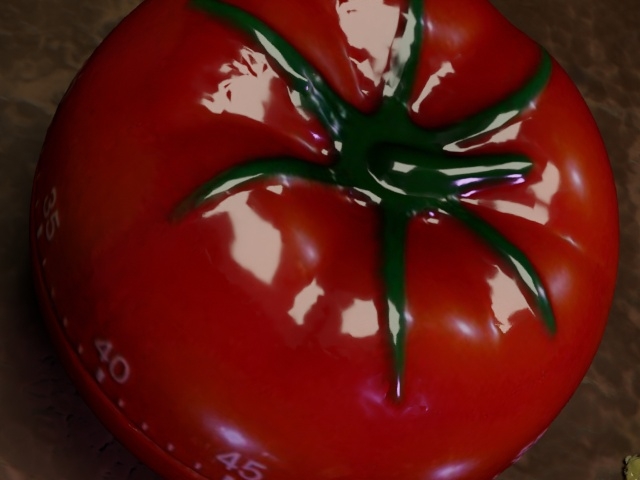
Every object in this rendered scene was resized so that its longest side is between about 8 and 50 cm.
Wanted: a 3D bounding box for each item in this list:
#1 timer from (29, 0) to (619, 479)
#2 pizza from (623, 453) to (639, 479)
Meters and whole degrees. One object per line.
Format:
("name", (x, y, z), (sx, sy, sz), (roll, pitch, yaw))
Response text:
("timer", (0.000, 0.000, 1.234), (0.378, 0.279, 0.378), (12, 59, -20))
("pizza", (0.278, 0.188, 1.413), (0.160, 0.036, 0.099), (-13, 68, -33))
